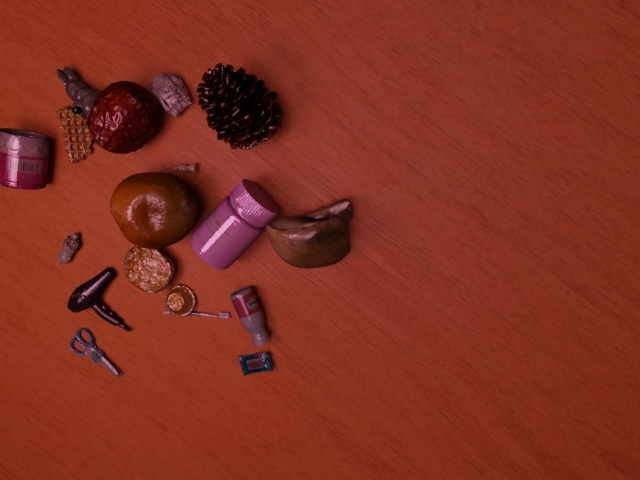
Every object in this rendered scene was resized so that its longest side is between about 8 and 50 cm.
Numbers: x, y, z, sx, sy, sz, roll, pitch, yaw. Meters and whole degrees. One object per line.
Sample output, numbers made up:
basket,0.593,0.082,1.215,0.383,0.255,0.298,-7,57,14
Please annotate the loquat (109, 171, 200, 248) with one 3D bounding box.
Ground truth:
loquat,-0.573,-0.111,1.601,0.283,0.276,0.276,-26,97,-4

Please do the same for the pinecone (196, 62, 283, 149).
pinecone,-0.264,-0.429,1.459,0.246,0.292,0.246,-14,60,25

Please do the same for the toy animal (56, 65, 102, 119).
toy animal,-0.845,-0.518,1.651,0.138,0.108,0.236,-31,69,-25

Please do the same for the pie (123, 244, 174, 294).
pie,-0.647,0.101,1.742,0.205,0.084,0.179,40,105,2

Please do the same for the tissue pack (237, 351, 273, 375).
tissue pack,-0.250,0.477,1.780,0.138,0.028,0.085,-13,96,18

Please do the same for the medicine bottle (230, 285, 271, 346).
medicine bottle,-0.255,0.282,1.705,0.090,0.090,0.217,-20,99,14

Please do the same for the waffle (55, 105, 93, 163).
waffle,-0.920,-0.398,1.707,0.160,0.046,0.192,-37,92,15

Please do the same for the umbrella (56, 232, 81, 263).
umbrella,-0.988,0.030,1.808,0.067,0.062,0.143,43,109,31

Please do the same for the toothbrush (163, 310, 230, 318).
toothbrush,-0.483,0.283,1.784,0.275,0.019,0.025,2,97,10

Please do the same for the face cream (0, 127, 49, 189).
face cream,-1.102,-0.301,1.694,0.175,0.175,0.195,17,104,7

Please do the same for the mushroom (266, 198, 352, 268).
mushroom,-0.003,0.009,1.531,0.292,0.212,0.218,-23,111,-13

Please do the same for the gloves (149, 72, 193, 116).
gloves,-0.520,-0.513,1.594,0.114,0.070,0.153,-38,91,16

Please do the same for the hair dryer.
hair dryer,-0.841,0.258,1.834,0.235,0.091,0.272,-41,105,6

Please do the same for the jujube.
jujube,-0.667,-0.413,1.571,0.213,0.213,0.232,46,114,-1

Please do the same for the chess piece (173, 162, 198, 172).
chess piece,-0.491,-0.262,1.663,0.092,0.035,0.035,3,102,14

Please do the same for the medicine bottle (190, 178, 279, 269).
medicine bottle,-0.298,-0.055,1.596,0.178,0.178,0.291,44,105,-1

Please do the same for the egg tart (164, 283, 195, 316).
egg tart,-0.545,0.232,1.763,0.128,0.049,0.129,0,89,9

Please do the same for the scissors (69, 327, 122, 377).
scissors,-0.926,0.478,1.903,0.256,0.030,0.125,41,107,2
